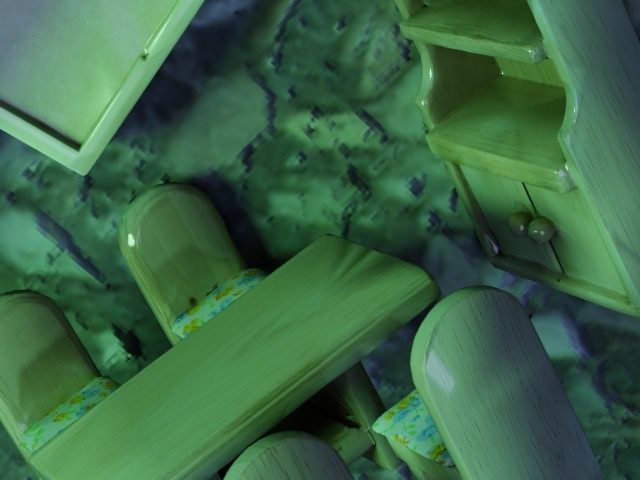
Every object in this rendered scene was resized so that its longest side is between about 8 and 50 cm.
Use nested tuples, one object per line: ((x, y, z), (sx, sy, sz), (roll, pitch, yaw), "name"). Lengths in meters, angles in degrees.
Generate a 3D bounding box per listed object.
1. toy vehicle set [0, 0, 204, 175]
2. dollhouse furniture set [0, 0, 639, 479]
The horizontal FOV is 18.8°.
((-0.151, -0.158, 0.676), (0.267, 0.035, 0.166), (31, 107, -18), "toy vehicle set")
((0.000, 0.000, 0.675), (0.242, 0.212, 0.161), (-37, 117, -19), "dollhouse furniture set")
